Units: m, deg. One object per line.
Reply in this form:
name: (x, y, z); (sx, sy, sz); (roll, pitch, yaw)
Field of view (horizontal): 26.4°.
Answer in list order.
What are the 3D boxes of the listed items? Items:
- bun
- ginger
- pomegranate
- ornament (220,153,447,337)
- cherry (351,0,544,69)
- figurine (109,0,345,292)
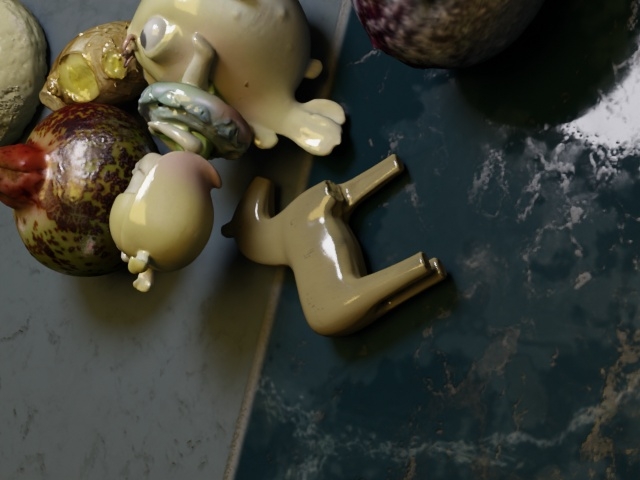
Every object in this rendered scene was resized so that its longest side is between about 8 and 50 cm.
bun: (-0.501, -0.236, 1.880); (0.259, 0.152, 0.259); (-10, 71, 33)
ginger: (-0.260, -0.222, 1.716); (0.216, 0.157, 0.102); (-19, 102, 36)
pomegranate: (-0.309, -0.070, 1.641); (0.214, 0.247, 0.214); (-23, 60, 48)
ornament: (0.000, 0.000, 1.525); (0.245, 0.061, 0.230); (-31, 61, 26)
cherry: (0.134, -0.318, 1.383); (0.218, 0.255, 0.296); (13, 108, 31)
figurine: (-0.117, -0.125, 1.538); (0.274, 0.226, 0.394); (19, 73, 4)
